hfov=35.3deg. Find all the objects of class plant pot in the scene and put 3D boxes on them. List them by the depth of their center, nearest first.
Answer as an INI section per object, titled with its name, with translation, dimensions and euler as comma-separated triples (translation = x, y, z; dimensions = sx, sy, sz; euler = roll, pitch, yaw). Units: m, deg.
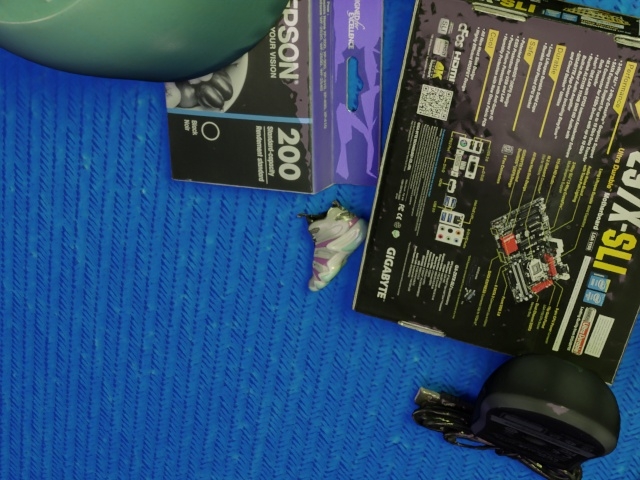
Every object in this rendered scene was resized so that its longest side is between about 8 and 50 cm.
[plant pot]
translation = -0.180, -0.263, 0.790
dimensions = 0.293, 0.235, 0.293
euler = 4, 104, 15

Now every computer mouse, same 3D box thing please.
[computer mouse]
translation = 0.198, 0.157, 0.946
dimensions = 0.188, 0.072, 0.272
euler = 23, 161, 3

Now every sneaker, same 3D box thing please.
[sneaker]
translation = 0.000, 0.000, 1.008
dimensions = 0.069, 0.038, 0.098
euler = 40, 116, 3

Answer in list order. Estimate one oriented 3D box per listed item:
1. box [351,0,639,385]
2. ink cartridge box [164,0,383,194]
[box]
translation = 0.183, -0.050, 0.904
dimensions = 0.257, 0.079, 0.322
euler = 14, 118, 8
[ink cartridge box]
translation = -0.046, -0.147, 0.944
dimensions = 0.208, 0.045, 0.206
euler = 5, 114, 14
